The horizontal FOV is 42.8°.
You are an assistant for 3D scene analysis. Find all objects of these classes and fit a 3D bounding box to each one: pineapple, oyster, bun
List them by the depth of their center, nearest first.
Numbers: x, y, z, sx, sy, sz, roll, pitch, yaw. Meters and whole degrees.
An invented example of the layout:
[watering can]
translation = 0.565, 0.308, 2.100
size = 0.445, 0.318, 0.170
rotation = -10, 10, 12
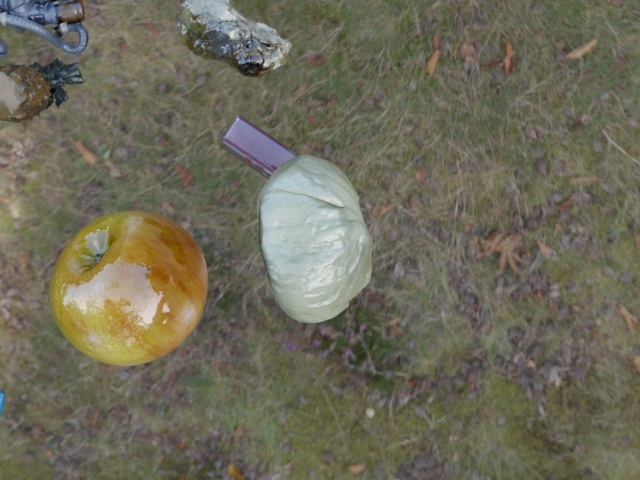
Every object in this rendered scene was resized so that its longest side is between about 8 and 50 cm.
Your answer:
[bun]
translation = 0.000, 0.000, 1.184
size = 0.153, 0.244, 0.243
rotation = -6, 110, 16
[oyster]
translation = -0.177, -0.397, 1.628
size = 0.233, 0.107, 0.161
rotation = 18, 148, -5
[pineapple]
translation = -0.615, -0.337, 1.781
size = 0.128, 0.248, 0.128
rotation = 6, 112, 16

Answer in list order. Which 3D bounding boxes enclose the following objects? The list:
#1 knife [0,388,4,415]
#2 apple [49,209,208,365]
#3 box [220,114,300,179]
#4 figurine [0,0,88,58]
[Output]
[knife]
translation = -0.568, 0.389, 1.335
size = 0.026, 0.296, 0.044
rotation = 24, 152, -32
[apple]
translation = -0.344, 0.081, 1.466
size = 0.286, 0.286, 0.233
rotation = -14, 133, 15
[box]
translation = -0.078, -0.142, 1.520
size = 0.224, 0.120, 0.069
rotation = 33, 86, -5
[figurine]
translation = -0.711, -0.512, 1.755
size = 0.382, 0.186, 0.261
rotation = -11, 118, -6
